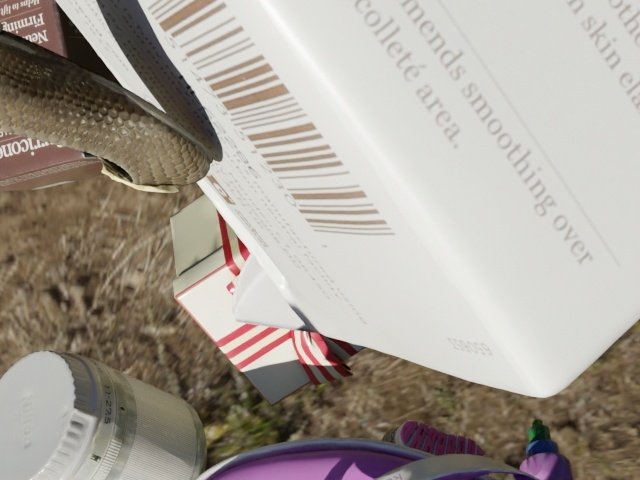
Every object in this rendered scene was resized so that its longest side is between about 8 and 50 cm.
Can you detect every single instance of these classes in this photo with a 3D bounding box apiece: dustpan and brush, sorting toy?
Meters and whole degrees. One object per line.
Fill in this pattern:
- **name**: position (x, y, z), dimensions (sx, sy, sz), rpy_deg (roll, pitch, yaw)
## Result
- **dustpan and brush**: position (0.000, 0.000, 1.358), dimensions (0.147, 0.211, 0.060), rpy_deg (9, 38, -21)
- **sorting toy**: position (0.204, 0.356, 1.744), dimensions (0.127, 0.365, 0.126), rpy_deg (24, 40, -22)

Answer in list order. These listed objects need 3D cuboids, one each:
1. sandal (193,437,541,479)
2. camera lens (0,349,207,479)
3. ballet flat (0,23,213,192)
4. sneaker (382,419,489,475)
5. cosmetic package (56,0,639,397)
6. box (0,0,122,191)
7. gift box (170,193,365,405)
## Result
- **sandal**: position (0.087, 0.207, 0.839), dimensions (0.416, 0.102, 0.169), rpy_deg (8, 57, 14)
- **camera lens**: position (-0.314, 0.292, 1.810), dimensions (0.274, 0.219, 0.219), rpy_deg (32, 70, -43)
- **ballet flat**: position (-0.134, -0.061, 0.597), dimensions (0.084, 0.250, 0.058), rpy_deg (27, 91, 27)
- **sneaker**: position (0.147, 0.282, 1.678), dimensions (0.170, 0.075, 0.063), rpy_deg (28, 62, -30)
- **cosmetic package**: position (0.096, -0.177, 0.692), dimensions (0.393, 0.327, 0.329), rpy_deg (-39, 102, -13)
- **box**: position (-0.254, -0.159, 1.186), dimensions (0.168, 0.167, 0.203), rpy_deg (-12, 89, 25)
- **gift box**: position (-0.038, 0.027, 1.716), dimensions (0.276, 0.258, 0.255), rpy_deg (-37, 119, 13)
